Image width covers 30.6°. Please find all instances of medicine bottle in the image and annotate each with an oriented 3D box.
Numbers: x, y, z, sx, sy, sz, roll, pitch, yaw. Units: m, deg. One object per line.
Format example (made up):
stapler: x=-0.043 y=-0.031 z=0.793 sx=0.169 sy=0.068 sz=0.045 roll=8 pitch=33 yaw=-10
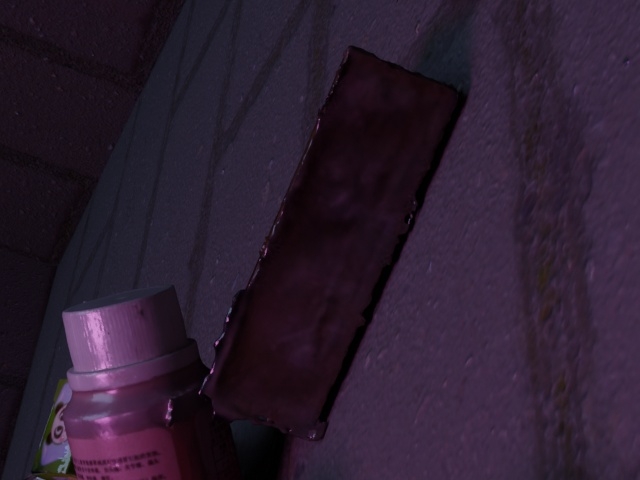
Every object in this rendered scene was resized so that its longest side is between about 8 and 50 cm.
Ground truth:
medicine bottle: x=-0.149 y=0.169 z=1.022 sx=0.147 sy=0.147 sz=0.247 roll=180 pitch=77 yaw=-72

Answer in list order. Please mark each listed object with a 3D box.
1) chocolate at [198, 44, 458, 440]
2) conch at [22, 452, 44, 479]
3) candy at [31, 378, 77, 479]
chocolate: x=0.000 y=0.000 z=0.974 sx=0.112 sy=0.111 sz=0.321 roll=-109 pitch=41 yaw=-76
conch: x=-0.290 y=0.309 z=1.434 sx=0.241 sy=0.186 sz=0.313 roll=-50 pitch=-22 yaw=-45
candy: x=-0.179 y=0.211 z=1.136 sx=0.062 sy=0.194 sz=0.097 roll=-8 pitch=60 yaw=41
